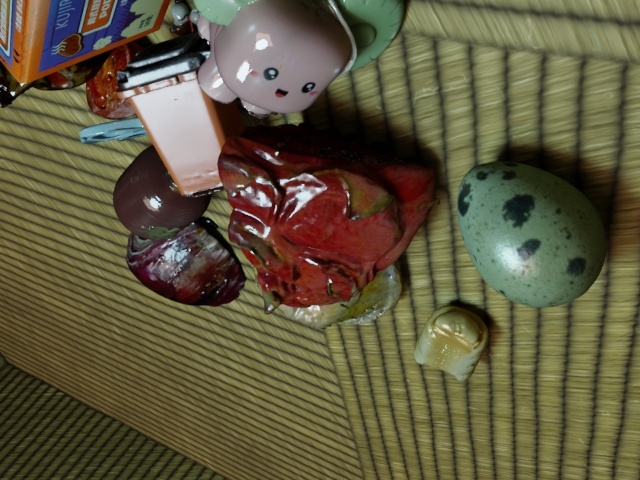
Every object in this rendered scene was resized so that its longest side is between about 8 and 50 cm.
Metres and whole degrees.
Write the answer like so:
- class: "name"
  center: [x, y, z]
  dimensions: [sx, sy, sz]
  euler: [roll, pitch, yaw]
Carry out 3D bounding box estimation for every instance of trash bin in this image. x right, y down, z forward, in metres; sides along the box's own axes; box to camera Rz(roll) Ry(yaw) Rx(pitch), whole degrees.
- class: "trash bin"
  center: [-0.197, -0.208, 1.263]
  dimensions: [0.184, 0.161, 0.238]
  euler: [-13, 118, 15]

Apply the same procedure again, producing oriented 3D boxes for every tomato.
- class: "tomato"
  center: [-0.354, -0.290, 1.409]
  dimensions: [0.159, 0.091, 0.139]
  euler: [-23, 71, 38]

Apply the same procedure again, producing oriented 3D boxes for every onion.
- class: "onion"
  center: [-0.317, 0.079, 1.779]
  dimensions: [0.280, 0.146, 0.314]
  euler: [47, 142, -19]

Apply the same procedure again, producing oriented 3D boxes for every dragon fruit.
- class: "dragon fruit"
  center: [-0.004, 0.002, 1.202]
  dimensions: [0.286, 0.228, 0.329]
  euler: [21, 109, 22]

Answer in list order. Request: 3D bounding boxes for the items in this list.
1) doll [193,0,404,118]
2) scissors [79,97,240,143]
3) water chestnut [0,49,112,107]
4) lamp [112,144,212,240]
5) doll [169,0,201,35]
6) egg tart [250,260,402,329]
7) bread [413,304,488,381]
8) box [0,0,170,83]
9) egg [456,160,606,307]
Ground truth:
- class: "doll"
  center: [-0.053, -0.294, 1.042]
  dimensions: [0.284, 0.216, 0.268]
  euler: [14, 146, -34]
- class: "scissors"
  center: [-0.274, -0.222, 1.409]
  dimensions: [0.360, 0.191, 0.029]
  euler: [-7, 94, 31]
- class: "water chestnut"
  center: [-0.477, -0.364, 1.282]
  dimensions: [0.289, 0.244, 0.289]
  euler: [54, 165, 21]
- class: "lamp"
  center: [-0.309, -0.098, 1.544]
  dimensions: [0.180, 0.180, 0.258]
  euler: [47, 144, -12]
- class: "doll"
  center: [-0.209, -0.357, 1.254]
  dimensions: [0.085, 0.040, 0.058]
  euler: [22, 133, 25]
- class: "egg tart"
  center: [-0.016, 0.052, 1.456]
  dimensions: [0.352, 0.150, 0.352]
  euler: [22, 143, 18]
- class: "bread"
  center: [0.243, 0.186, 1.414]
  dimensions: [0.119, 0.084, 0.177]
  euler: [29, 145, 12]
- class: "box"
  center: [-0.361, -0.452, 1.010]
  dimensions: [0.318, 0.257, 0.349]
  euler: [56, 149, 3]
- class: "egg"
  center: [0.283, -0.014, 1.061]
  dimensions: [0.228, 0.177, 0.177]
  euler: [49, 147, 8]
